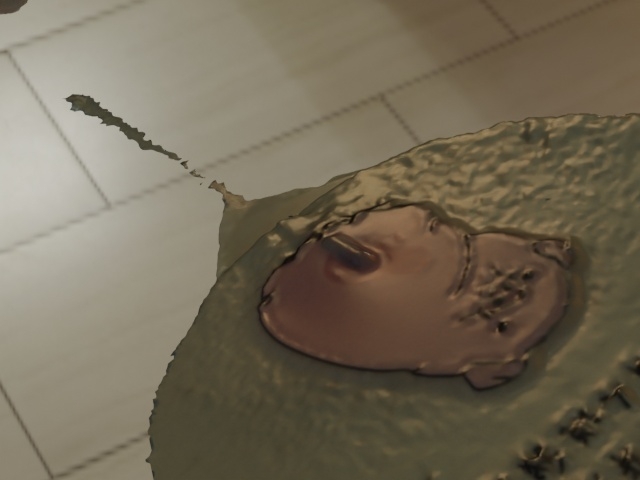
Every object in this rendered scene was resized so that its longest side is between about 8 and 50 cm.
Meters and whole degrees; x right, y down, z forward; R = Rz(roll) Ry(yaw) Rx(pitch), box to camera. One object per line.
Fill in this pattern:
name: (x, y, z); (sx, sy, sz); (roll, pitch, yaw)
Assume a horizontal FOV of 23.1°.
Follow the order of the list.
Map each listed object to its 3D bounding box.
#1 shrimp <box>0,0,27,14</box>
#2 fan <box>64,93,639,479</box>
shrimp: (-0.072, -0.196, 0.648); (0.062, 0.154, 0.294); (32, 53, 26)
fan: (0.000, -0.001, 0.418); (0.182, 0.010, 0.310); (-37, 37, -20)
